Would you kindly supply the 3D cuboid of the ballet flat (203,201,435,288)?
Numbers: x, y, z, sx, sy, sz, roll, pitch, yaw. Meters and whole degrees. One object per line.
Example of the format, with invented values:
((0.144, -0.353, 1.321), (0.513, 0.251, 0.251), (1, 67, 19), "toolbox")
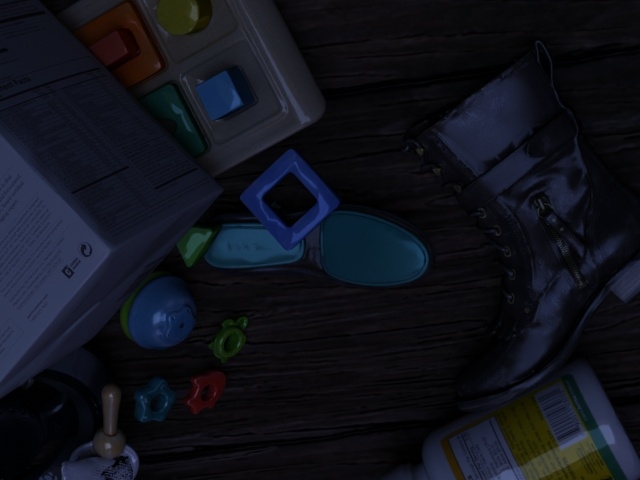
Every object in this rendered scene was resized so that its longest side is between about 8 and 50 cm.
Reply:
((0.000, 0.000, 1.427), (0.203, 0.074, 0.074), (3, 107, 12), "ballet flat")

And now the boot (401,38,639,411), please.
((0.151, -0.010, 1.423), (0.263, 0.091, 0.229), (-43, 95, 9), "boot")

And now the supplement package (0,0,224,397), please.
((-0.259, -0.047, 1.315), (0.263, 0.198, 0.199), (46, 116, 5), "supplement package")

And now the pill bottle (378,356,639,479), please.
((0.160, 0.195, 1.451), (0.208, 0.117, 0.118), (-28, 103, 7), "pill bottle")

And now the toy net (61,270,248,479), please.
((-0.157, 0.145, 1.454), (0.122, 0.045, 0.232), (35, 84, -48), "toy net")

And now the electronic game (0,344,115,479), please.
((-0.281, 0.169, 1.449), (0.229, 0.048, 0.229), (-19, 134, -20), "electronic game")

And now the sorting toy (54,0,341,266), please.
((-0.120, -0.138, 1.372), (0.196, 0.047, 0.348), (-27, 92, 15), "sorting toy")

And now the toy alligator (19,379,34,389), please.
((-0.202, 0.055, 1.469), (0.051, 0.056, 0.190), (9, 122, -46), "toy alligator")
